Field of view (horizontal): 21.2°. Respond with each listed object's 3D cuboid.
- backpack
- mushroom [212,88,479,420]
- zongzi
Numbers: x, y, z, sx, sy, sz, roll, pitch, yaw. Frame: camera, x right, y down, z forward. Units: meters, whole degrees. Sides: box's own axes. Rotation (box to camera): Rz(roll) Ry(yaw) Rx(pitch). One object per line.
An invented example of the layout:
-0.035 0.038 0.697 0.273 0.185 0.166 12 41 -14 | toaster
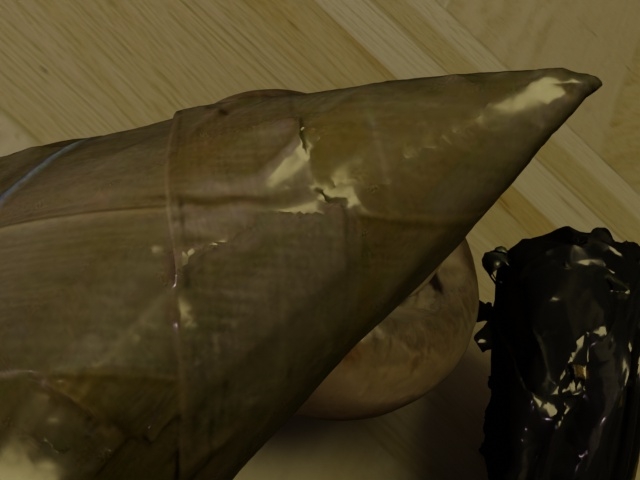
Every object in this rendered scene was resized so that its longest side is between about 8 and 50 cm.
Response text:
0.157 0.100 1.103 0.133 0.206 0.258 6 19 7 | backpack
0.000 0.000 1.054 0.226 0.178 0.226 18 45 -19 | mushroom
-0.082 0.079 0.736 0.174 0.393 0.356 56 34 -31 | zongzi
